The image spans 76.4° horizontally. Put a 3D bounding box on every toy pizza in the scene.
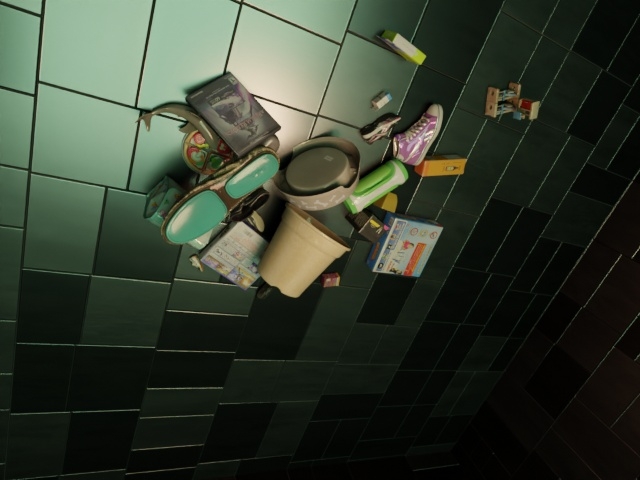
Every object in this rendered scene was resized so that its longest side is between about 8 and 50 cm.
[{"bbox_3d":[-0.422,-0.340,1.544,0.202,0.032,0.201,-10,122,-17],"label":"toy pizza"}]

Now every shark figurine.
[{"bbox_3d":[-0.479,-0.432,1.412,0.279,0.116,0.166,12,98,-22],"label":"shark figurine"}]

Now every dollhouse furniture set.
[{"bbox_3d":[0.856,-0.619,1.815,0.130,0.183,0.128,-16,123,-13],"label":"dollhouse furniture set"}]

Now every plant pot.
[{"bbox_3d":[-0.095,0.057,1.712,0.334,0.334,0.305,31,99,-33],"label":"plant pot"},{"bbox_3d":[0.313,-0.188,1.910,0.082,0.081,0.083,17,100,-29],"label":"plant pot"}]

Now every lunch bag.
[{"bbox_3d":[-0.522,-0.093,1.506,0.160,0.262,0.223,-44,124,6],"label":"lunch bag"}]

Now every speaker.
[{"bbox_3d":[0.239,-0.242,1.816,0.297,0.131,0.131,-33,125,-2],"label":"speaker"}]

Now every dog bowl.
[{"bbox_3d":[-0.007,-0.259,1.588,0.349,0.348,0.102,-27,138,-6],"label":"dog bowl"}]

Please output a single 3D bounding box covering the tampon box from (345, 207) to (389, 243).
[{"bbox_3d":[0.213,-0.083,1.877,0.121,0.161,0.101,32,103,-34],"label":"tampon box"}]

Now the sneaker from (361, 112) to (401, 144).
[{"bbox_3d":[0.260,-0.474,1.736,0.179,0.071,0.077,-27,137,4],"label":"sneaker"}]

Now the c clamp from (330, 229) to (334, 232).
[{"bbox_3d":[0.000,0.000,1.927,0.137,0.022,0.160,4,115,-30],"label":"c clamp"}]

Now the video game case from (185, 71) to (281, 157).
[{"bbox_3d":[-0.298,-0.437,1.403,0.196,0.026,0.274,-41,85,-23],"label":"video game case"}]

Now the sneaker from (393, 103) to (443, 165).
[{"bbox_3d":[0.415,-0.472,1.773,0.161,0.102,0.281,11,114,-24],"label":"sneaker"}]

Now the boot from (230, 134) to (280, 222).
[{"bbox_3d":[-0.241,-0.234,1.553,0.338,0.222,0.118,-46,144,12],"label":"boot"}]

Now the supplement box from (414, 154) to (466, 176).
[{"bbox_3d":[0.567,-0.355,1.917,0.234,0.080,0.077,-5,121,-18],"label":"supplement box"}]

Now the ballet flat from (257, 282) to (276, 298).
[{"bbox_3d":[-0.236,0.214,1.945,0.173,0.049,0.057,-41,81,4],"label":"ballet flat"}]

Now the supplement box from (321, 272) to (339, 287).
[{"bbox_3d":[0.049,0.199,2.046,0.084,0.043,0.054,-4,120,-22],"label":"supplement box"}]

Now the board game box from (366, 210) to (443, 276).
[{"bbox_3d":[0.427,0.025,2.074,0.302,0.086,0.307,9,115,-27],"label":"board game box"}]

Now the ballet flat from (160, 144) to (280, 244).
[{"bbox_3d":[-0.360,-0.173,1.424,0.483,0.182,0.164,-41,133,-13],"label":"ballet flat"}]

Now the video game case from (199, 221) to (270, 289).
[{"bbox_3d":[-0.347,0.060,1.790,0.244,0.061,0.269,-45,125,4],"label":"video game case"}]

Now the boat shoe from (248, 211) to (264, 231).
[{"bbox_3d":[-0.286,-0.091,1.740,0.043,0.049,0.137,-4,135,30],"label":"boat shoe"}]

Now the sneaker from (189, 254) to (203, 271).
[{"bbox_3d":[-0.537,0.101,1.759,0.037,0.031,0.083,-17,120,4],"label":"sneaker"}]

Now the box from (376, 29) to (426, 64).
[{"bbox_3d":[0.309,-0.747,1.561,0.178,0.109,0.042,21,112,-31],"label":"box"}]

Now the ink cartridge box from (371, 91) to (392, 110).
[{"bbox_3d":[0.245,-0.573,1.673,0.083,0.048,0.028,-39,125,2],"label":"ink cartridge box"}]
